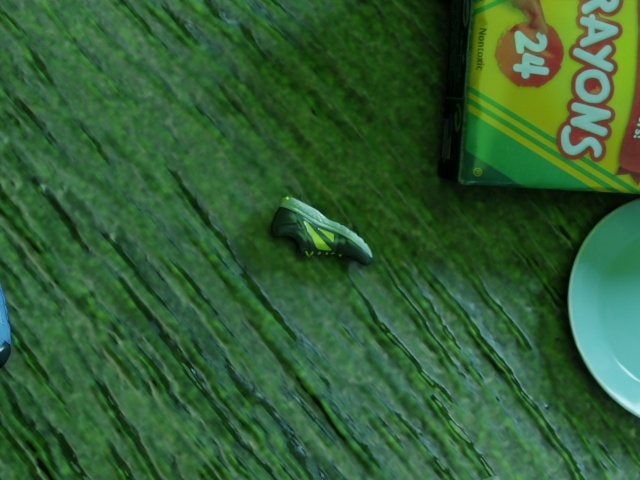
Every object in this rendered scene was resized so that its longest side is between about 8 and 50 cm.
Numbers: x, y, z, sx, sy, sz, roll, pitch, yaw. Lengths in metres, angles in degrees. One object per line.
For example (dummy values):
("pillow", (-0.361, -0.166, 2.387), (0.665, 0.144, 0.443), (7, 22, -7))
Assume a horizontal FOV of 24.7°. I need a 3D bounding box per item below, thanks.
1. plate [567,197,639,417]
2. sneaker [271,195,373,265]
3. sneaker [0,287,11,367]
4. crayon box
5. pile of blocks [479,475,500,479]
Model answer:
("plate", (0.279, 0.056, 1.156), (0.188, 0.024, 0.188), (3, 78, -14))
("sneaker", (0.000, 0.000, 1.097), (0.083, 0.031, 0.035), (31, 85, -2))
("sneaker", (-0.351, 0.089, 0.932), (0.330, 0.130, 0.147), (-22, 81, -18))
("crayon box", (0.259, -0.136, 1.118), (0.319, 0.081, 0.202), (2, 96, -8))
("pile of blocks", (0.016, 0.307, 0.857), (0.149, 0.112, 0.362), (21, 98, 5))
